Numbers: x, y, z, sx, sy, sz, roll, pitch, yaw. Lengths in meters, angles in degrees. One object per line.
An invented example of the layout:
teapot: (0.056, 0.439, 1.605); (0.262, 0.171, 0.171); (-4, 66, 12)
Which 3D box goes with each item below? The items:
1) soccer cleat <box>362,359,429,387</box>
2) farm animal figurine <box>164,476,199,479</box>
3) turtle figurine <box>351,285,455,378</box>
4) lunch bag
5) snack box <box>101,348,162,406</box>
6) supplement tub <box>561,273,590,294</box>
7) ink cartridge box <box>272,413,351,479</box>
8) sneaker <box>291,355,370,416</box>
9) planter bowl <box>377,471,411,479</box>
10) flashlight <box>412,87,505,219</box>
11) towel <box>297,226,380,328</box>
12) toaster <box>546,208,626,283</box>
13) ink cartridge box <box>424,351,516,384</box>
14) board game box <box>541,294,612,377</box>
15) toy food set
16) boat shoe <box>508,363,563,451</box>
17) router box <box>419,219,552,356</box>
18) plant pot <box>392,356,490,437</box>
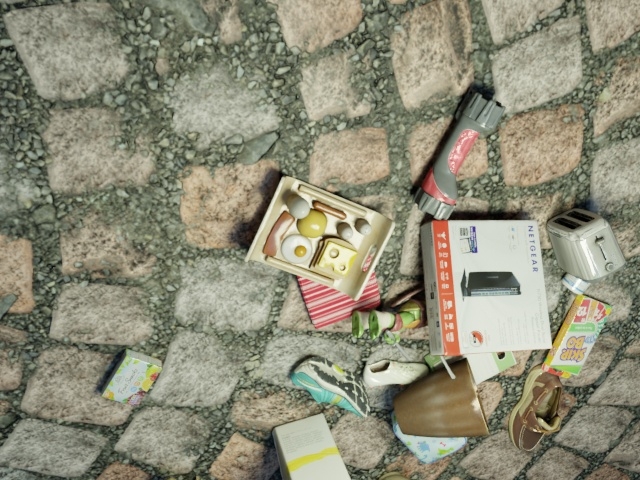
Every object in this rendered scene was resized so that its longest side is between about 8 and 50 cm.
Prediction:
soccer cleat: (0.218, 0.374, 1.925); (0.196, 0.068, 0.076); (-6, 119, -9)
farm animal figurine: (-0.360, 0.813, 1.963); (0.327, 0.172, 0.330); (-2, 113, -29)
turtle figurine: (0.227, 0.260, 1.777); (0.266, 0.198, 0.274); (5, 115, -27)
lunch bag: (0.330, 0.564, 2.038); (0.176, 0.090, 0.219); (-33, 115, 14)
snack box: (-0.483, 0.352, 1.724); (0.100, 0.037, 0.141); (25, 110, -26)
supplement tub: (0.744, 0.094, 1.910); (0.071, 0.071, 0.107); (22, 111, -26)
ink cartridge box: (0.001, 0.721, 1.875); (0.160, 0.384, 0.279); (-14, 122, -12)
sneaker: (0.035, 0.416, 1.894); (0.110, 0.107, 0.275); (-36, 120, 29)
planter bowl: (0.240, 0.815, 2.159); (0.162, 0.109, 0.162); (-7, 122, -12)
flashlight: (0.332, -0.198, 1.603); (0.103, 0.103, 0.304); (19, 113, -24)
towel: (0.042, 0.091, 1.730); (0.199, 0.031, 0.275); (-20, 125, -6)
toaster: (0.690, 0.007, 1.776); (0.129, 0.227, 0.146); (-26, 106, -2)
ink cartridge box: (0.442, 0.353, 1.983); (0.235, 0.056, 0.171); (-30, 123, -1)
board game box: (0.768, 0.294, 2.024); (0.124, 0.039, 0.259); (20, 101, -25)
toy food set: (0.000, 0.000, 1.593); (0.306, 0.092, 0.219); (21, 100, -19)
boat shoe: (0.694, 0.557, 2.133); (0.123, 0.123, 0.342); (0, 119, -16)
router box: (0.417, 0.116, 1.711); (0.301, 0.082, 0.335); (-1, 80, -16)
plant pot: (0.326, 0.459, 1.867); (0.230, 0.215, 0.215); (-18, 124, 11)
